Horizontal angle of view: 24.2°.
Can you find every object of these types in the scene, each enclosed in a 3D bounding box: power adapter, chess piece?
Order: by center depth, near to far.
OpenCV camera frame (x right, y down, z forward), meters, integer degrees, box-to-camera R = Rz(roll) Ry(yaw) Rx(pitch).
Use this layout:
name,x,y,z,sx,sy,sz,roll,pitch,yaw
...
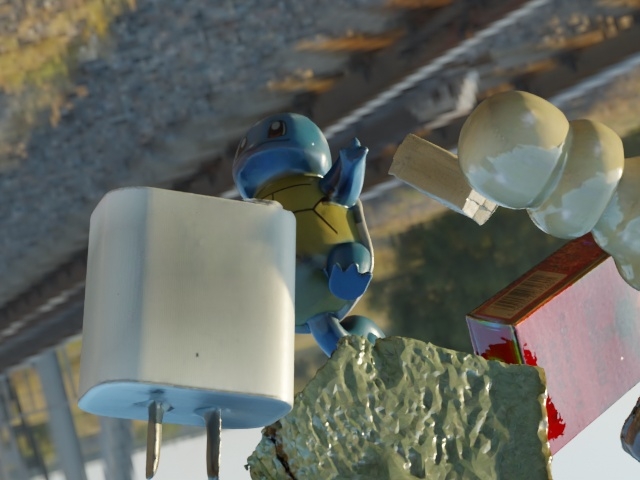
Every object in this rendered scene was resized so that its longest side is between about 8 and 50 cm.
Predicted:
name,x,y,z,sx,sy,sz,roll,pitch,yaw
power adapter,-0.120,0.094,1.353,0.187,0.255,0.124,8,158,-19
chess piece,0.280,-0.049,1.525,0.300,0.167,0.167,23,166,-11

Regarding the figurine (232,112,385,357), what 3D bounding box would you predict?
name,x,y,z,sx,sy,sz,roll,pitch,yaw
figurine,-0.016,0.009,2.088,0.298,0.416,0.243,-27,169,27

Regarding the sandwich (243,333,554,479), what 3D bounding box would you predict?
name,x,y,z,sx,sy,sz,roll,pitch,yaw
sandwich,0.089,0.236,1.578,0.325,0.262,0.131,10,151,-17

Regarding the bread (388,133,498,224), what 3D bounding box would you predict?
name,x,y,z,sx,sy,sz,roll,pitch,yaw
bread,0.195,-0.096,2.296,0.152,0.077,0.105,31,-176,28

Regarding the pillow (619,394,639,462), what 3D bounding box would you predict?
name,x,y,z,sx,sy,sz,roll,pitch,yaw
pillow,0.457,0.261,1.771,0.034,0.211,0.135,-26,145,-46

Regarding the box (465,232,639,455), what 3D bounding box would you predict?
name,x,y,z,sx,sy,sz,roll,pitch,yaw
box,0.332,0.113,1.894,0.313,0.197,0.089,-32,-154,-34
